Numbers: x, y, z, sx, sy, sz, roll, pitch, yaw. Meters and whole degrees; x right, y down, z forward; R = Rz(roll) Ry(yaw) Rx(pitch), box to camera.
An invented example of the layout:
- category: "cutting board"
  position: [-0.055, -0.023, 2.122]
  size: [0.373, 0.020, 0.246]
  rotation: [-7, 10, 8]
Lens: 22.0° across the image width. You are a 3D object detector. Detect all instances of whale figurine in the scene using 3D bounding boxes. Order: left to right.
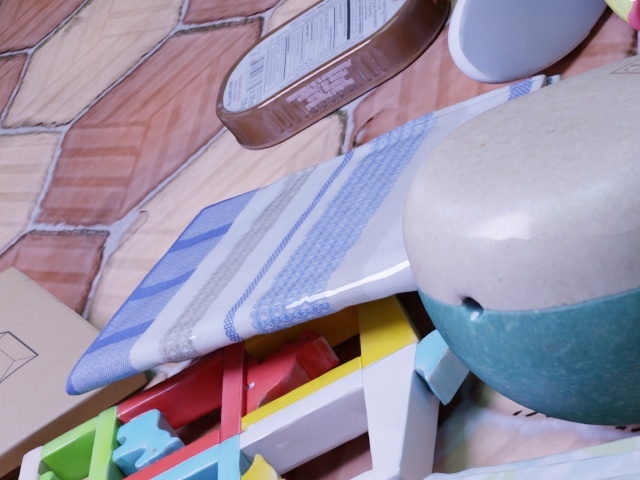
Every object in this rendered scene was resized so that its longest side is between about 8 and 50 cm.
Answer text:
- category: "whale figurine"
  position: [0.168, -0.014, 0.756]
  size: [0.272, 0.141, 0.216]
  rotation: [-30, 20, -32]

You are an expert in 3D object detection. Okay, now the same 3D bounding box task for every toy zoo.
- category: "toy zoo"
  position: [-0.044, 0.117, 0.877]
  size: [0.293, 0.030, 0.192]
  rotation: [-29, 27, 13]

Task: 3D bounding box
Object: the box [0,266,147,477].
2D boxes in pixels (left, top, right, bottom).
- category: "box"
  position: [-0.236, 0.102, 1.056]
  size: [0.201, 0.021, 0.164]
  rotation: [-32, 41, -27]

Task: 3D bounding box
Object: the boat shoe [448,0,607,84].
- category: "boat shoe"
  position: [0.145, -0.184, 1.038]
  size: [0.228, 0.080, 0.076]
  rotation: [-57, 15, -18]

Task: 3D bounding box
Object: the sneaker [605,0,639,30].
- category: "sneaker"
  position: [0.243, -0.187, 0.922]
  size: [0.208, 0.081, 0.094]
  rotation: [-39, 30, 25]

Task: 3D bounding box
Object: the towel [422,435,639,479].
- category: "towel"
  position: [0.122, 0.210, 0.521]
  size: [0.320, 0.090, 0.374]
  rotation: [-19, 36, 35]

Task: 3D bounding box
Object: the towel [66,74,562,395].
- category: "towel"
  position: [0.000, 0.000, 0.959]
  size: [0.285, 0.034, 0.209]
  rotation: [-20, 21, 34]

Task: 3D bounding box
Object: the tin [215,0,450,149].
- category: "tin"
  position: [0.005, -0.133, 1.177]
  size: [0.189, 0.040, 0.106]
  rotation: [-29, 36, 22]
